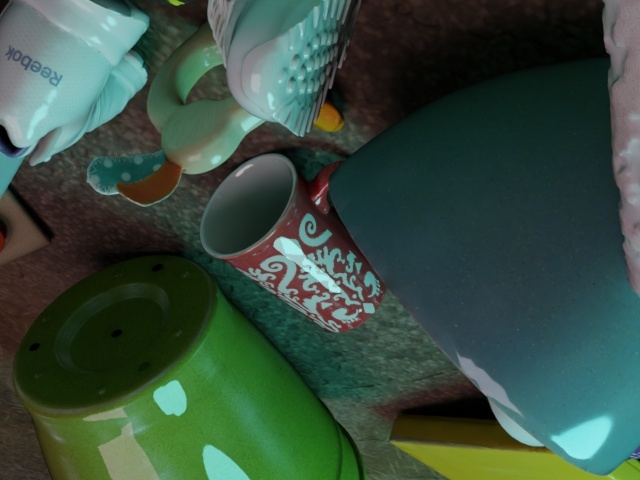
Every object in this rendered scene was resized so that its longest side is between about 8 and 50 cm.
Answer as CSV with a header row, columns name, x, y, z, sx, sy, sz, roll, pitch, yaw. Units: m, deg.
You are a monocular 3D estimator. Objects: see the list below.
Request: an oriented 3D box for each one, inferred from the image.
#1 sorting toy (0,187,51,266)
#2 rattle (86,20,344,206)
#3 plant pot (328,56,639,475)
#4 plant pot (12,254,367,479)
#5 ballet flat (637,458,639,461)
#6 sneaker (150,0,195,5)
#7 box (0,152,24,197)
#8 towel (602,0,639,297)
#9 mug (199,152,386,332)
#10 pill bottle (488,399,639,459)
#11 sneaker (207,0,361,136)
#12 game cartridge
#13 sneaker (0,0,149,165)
name,x,y,z,sx,sy,sz,roll,pitch,yaw
sorting toy,-0.483,0.005,1.009,0.307,0.041,0.229,-24,140,2
rattle,-0.073,-0.069,0.703,0.130,0.200,0.143,10,149,17
plant pot,0.176,-0.013,0.652,0.290,0.290,0.195,37,107,-27
plant pot,-0.170,0.220,1.080,0.366,0.366,0.353,-1,132,26
ballet flat,0.427,0.254,1.093,0.057,0.049,0.173,20,147,-7
sneaker,-0.036,-0.231,0.509,0.384,0.147,0.145,13,141,45
box,-0.419,-0.085,0.807,0.322,0.232,0.058,9,145,13
towel,0.286,-0.132,0.414,0.317,0.053,0.332,-11,121,8
mug,-0.004,0.008,0.874,0.150,0.113,0.169,-10,142,37
pill bottle,0.291,0.106,0.820,0.169,0.169,0.301,31,149,-21
sneaker,-0.031,-0.134,0.575,0.094,0.235,0.090,18,115,1
game cartridge,0.290,0.301,1.172,0.285,0.053,0.323,36,153,-27
sneaker,-0.204,-0.121,0.692,0.111,0.129,0.297,32,175,-7
